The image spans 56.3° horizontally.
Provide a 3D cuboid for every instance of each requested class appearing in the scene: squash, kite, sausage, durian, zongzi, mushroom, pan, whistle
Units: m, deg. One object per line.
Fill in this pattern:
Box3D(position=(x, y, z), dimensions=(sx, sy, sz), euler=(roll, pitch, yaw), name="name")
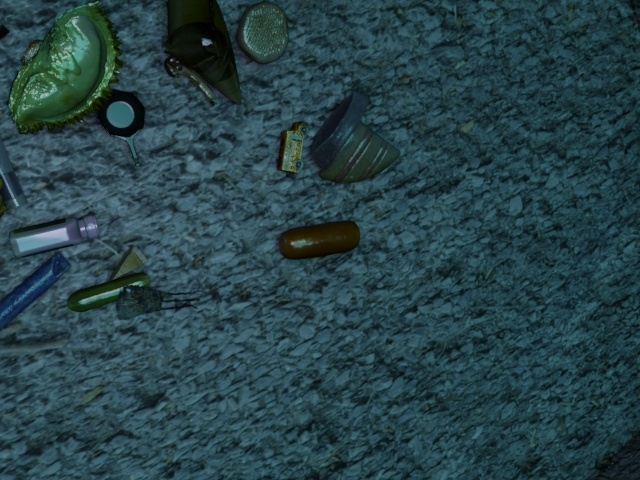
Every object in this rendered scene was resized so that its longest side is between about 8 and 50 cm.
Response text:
Box3D(position=(-0.597, 0.147, 1.693), dimensions=(0.228, 0.066, 0.066), euler=(-18, 102, -20), name="squash")
Box3D(position=(-0.470, 0.177, 1.745), dimensions=(0.245, 0.015, 0.141), euler=(1, 133, -27), name="kite")
Box3D(position=(0.000, -0.001, 1.907), dimensions=(0.274, 0.105, 0.105), euler=(-9, 99, -22), name="sausage")
Box3D(position=(-0.644, -0.425, 1.541), dimensions=(0.394, 0.163, 0.198), euler=(-50, 132, -5), name="durian")
Box3D(position=(-0.319, -0.581, 1.727), dimensions=(0.154, 0.317, 0.290), euler=(-11, 68, 15), name="zongzi")
Box3D(position=(-0.370, -0.462, 1.731), dimensions=(0.187, 0.061, 0.060), euler=(38, 85, -26), name="mushroom")
Box3D(position=(-0.561, -0.314, 1.669), dimensions=(0.128, 0.048, 0.202), euler=(6, 91, -22), name="pan")
Box3D(position=(-0.805, 0.155, 1.611), dimensions=(0.304, 0.062, 0.062), euler=(-45, 110, -13), name="whistle")

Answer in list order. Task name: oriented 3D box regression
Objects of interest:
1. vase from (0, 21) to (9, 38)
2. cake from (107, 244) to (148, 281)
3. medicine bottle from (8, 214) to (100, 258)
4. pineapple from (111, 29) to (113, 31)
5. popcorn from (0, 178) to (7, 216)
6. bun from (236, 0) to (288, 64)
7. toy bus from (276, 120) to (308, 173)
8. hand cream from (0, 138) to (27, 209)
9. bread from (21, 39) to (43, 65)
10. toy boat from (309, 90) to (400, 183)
Box3D(position=(-0.866, -0.487, 1.520), dimensions=(0.059, 0.059, 0.167), euler=(36, 81, -22), name="vase")
Box3D(position=(-0.549, 0.078, 1.696), dimensions=(0.065, 0.052, 0.121), euler=(46, 60, -26), name="cake")
Box3D(position=(-0.709, -0.015, 1.602), dimensions=(0.219, 0.115, 0.078), euler=(-15, 100, -21), name="medicine bottle")
Box3D(position=(-0.589, -0.545, 1.650), dimensions=(0.045, 0.019, 0.083), euler=(36, 79, -19), name="pineapple")
Box3D(position=(-0.905, -0.116, 1.452), dimensions=(0.241, 0.235, 0.250), euler=(-38, 94, 17), name="popcorn")
Box3D(position=(-0.174, -0.612, 1.766), dimensions=(0.166, 0.113, 0.173), euler=(45, 77, -27), name="bun")
Box3D(position=(-0.089, -0.291, 1.857), dimensions=(0.074, 0.069, 0.162), euler=(7, 94, -21), name="toy bus")
Box3D(position=(-0.849, -0.205, 1.564), dimensions=(0.079, 0.048, 0.255), euler=(-25, 101, -21), name="hand cream")
Box3D(position=(-0.727, -0.455, 1.589), dimensions=(0.126, 0.044, 0.129), euler=(18, 89, -36), name="bread")
Box3D(position=(0.105, -0.295, 1.922), dimensions=(0.276, 0.111, 0.293), euler=(-41, 119, -6), name="toy boat")
